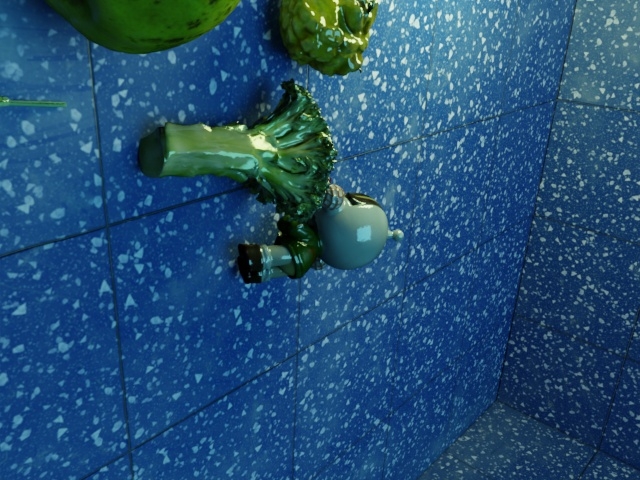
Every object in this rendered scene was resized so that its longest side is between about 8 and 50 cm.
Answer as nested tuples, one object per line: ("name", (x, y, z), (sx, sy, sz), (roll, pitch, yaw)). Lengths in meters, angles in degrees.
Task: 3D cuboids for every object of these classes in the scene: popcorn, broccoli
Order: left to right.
("broccoli", (-0.141, -0.137, 1.132), (0.362, 0.221, 0.251), (-26, 120, -30))
("popcorn", (0.016, -0.428, 1.192), (0.218, 0.170, 0.189), (12, 99, -60))

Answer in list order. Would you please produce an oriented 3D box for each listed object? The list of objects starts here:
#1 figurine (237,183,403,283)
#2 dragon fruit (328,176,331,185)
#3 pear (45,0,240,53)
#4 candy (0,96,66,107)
("figurine", (0.000, 0.000, 1.344), (0.370, 0.167, 0.281), (-17, 148, -21))
("dragon fruit", (0.006, -0.088, 1.439), (0.097, 0.063, 0.131), (-15, 118, -48))
("pear", (-0.218, -0.438, 0.731), (0.391, 0.391, 0.390), (-27, 127, -42))
("candy", (-0.438, -0.190, 0.844), (0.194, 0.062, 0.058), (-16, 75, -57))
